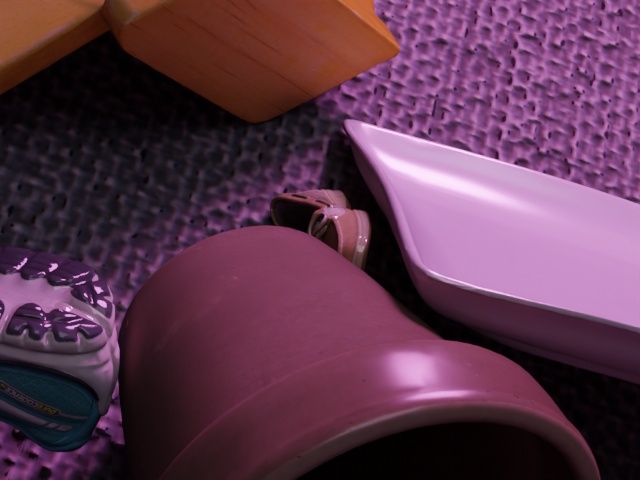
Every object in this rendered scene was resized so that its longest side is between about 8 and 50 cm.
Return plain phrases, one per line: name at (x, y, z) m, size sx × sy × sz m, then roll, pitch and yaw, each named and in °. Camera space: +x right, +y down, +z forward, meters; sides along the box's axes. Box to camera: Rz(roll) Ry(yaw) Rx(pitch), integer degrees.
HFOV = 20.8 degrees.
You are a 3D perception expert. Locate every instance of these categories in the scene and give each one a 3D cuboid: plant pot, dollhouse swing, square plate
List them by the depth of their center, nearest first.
plant pot at (-0.008, 0.116, 0.982) m, size 0.263 × 0.263 × 0.229 m, roll -4°, pitch 38°, yaw -25°
square plate at (0.189, 0.026, 1.140) m, size 0.344 × 0.049 × 0.347 m, roll 17°, pitch 16°, yaw -12°
dollhouse swing at (-0.190, -0.213, 1.250) m, size 0.347 × 0.305 × 0.315 m, roll 58°, pitch 14°, yaw 23°

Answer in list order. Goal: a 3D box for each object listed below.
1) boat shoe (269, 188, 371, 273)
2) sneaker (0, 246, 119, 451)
boat shoe at (0.000, -0.002, 1.138) m, size 0.048 × 0.056 × 0.153 m, roll 5°, pitch 17°, yaw -11°
sneaker at (-0.250, 0.056, 0.994) m, size 0.275 × 0.110 × 0.107 m, roll 14°, pitch 31°, yaw 10°
